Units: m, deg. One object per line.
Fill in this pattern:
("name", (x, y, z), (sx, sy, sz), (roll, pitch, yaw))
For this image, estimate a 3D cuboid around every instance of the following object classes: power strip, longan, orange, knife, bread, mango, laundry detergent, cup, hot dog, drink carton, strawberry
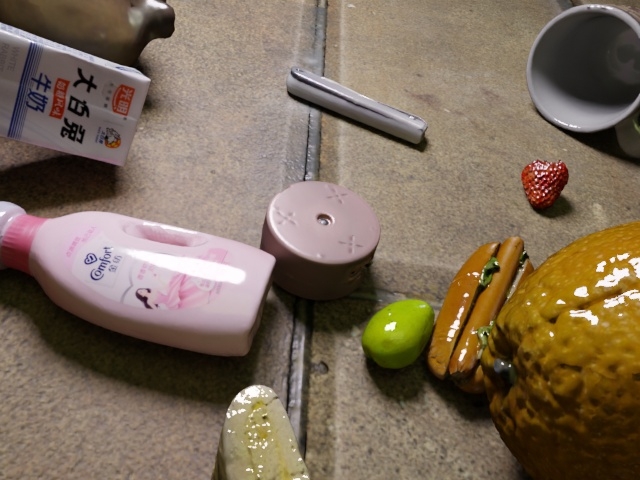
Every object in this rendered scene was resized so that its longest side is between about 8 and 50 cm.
("power strip", (0.000, 0.000, 0.757), (0.154, 0.078, 0.154), (9, 46, -9))
("longan", (-0.367, -0.361, 0.895), (0.300, 0.243, 0.300), (3, 64, -7))
("orange", (0.341, 0.129, 0.555), (0.357, 0.322, 0.322), (6, 46, -1))
("knife", (0.063, -0.241, 1.025), (0.265, 0.041, 0.073), (26, 36, 11))
("bread", (-0.053, 0.220, 0.471), (0.060, 0.178, 0.139), (-7, 48, -21))
("mango", (0.094, 0.106, 0.692), (0.108, 0.056, 0.073), (-32, 35, -34))
("laundry detergent", (-0.226, 0.031, 0.668), (0.335, 0.088, 0.159), (15, 41, 1))
("cup", (0.581, -0.307, 1.116), (0.257, 0.227, 0.301), (-22, 85, -35))
("hot dog", (0.208, 0.083, 0.738), (0.100, 0.068, 0.249), (28, 48, 11))
("drink carton", (-0.385, -0.197, 0.724), (0.315, 0.131, 0.106), (13, 17, -35))
("strawberry", (0.361, -0.090, 0.948), (0.073, 0.073, 0.083), (12, 82, -2))
